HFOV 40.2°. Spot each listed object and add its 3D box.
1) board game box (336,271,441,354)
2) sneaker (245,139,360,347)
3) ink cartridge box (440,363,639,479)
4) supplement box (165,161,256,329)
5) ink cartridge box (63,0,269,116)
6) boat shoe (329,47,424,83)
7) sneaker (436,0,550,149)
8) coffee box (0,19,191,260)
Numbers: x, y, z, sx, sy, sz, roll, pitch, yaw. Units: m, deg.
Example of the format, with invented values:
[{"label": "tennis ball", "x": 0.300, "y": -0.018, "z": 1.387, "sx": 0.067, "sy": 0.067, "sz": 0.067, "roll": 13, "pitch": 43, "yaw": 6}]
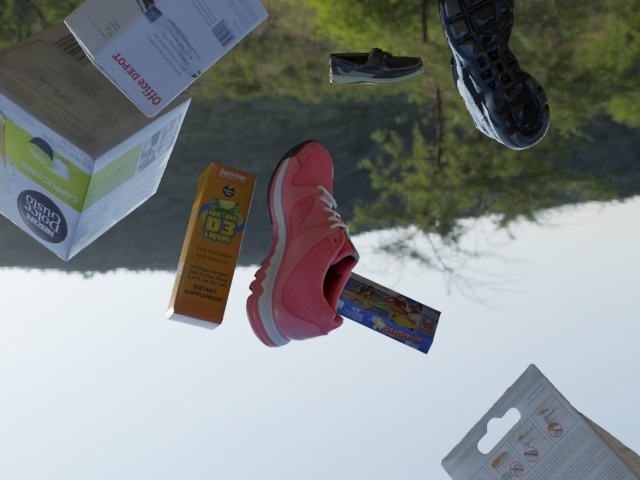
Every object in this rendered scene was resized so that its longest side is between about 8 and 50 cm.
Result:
[{"label": "board game box", "x": 0.127, "y": 0.135, "z": 1.672, "sx": 0.201, "sy": 0.035, "sz": 0.136, "roll": 24, "pitch": -157, "yaw": 6}, {"label": "sneaker", "x": 0.000, "y": 0.001, "z": 1.213, "sx": 0.136, "sy": 0.313, "sz": 0.116, "roll": -6, "pitch": 152, "yaw": 29}, {"label": "ink cartridge box", "x": 0.266, "y": 0.279, "z": 0.981, "sx": 0.056, "sy": 0.181, "sz": 0.224, "roll": 13, "pitch": -149, "yaw": -49}, {"label": "supplement box", "x": -0.160, "y": 0.008, "z": 1.279, "sx": 0.078, "sy": 0.233, "sz": 0.080, "roll": 15, "pitch": 162, "yaw": -14}, {"label": "ink cartridge box", "x": -0.197, "y": -0.290, "z": 1.140, "sx": 0.092, "sy": 0.219, "sz": 0.160, "roll": 49, "pitch": 179, "yaw": 27}, {"label": "boat shoe", "x": 0.124, "y": -0.404, "z": 2.001, "sx": 0.224, "sy": 0.073, "sz": 0.080, "roll": -1, "pitch": -145, "yaw": 18}, {"label": "sneaker", "x": 0.189, "y": -0.234, "z": 1.073, "sx": 0.101, "sy": 0.267, "sz": 0.106, "roll": -29, "pitch": -159, "yaw": -15}, {"label": "coffee box", "x": -0.555, "y": -0.229, "z": 1.941, "sx": 0.338, "sy": 0.334, "sz": 0.338, "roll": 36, "pitch": -137, "yaw": 6}]
